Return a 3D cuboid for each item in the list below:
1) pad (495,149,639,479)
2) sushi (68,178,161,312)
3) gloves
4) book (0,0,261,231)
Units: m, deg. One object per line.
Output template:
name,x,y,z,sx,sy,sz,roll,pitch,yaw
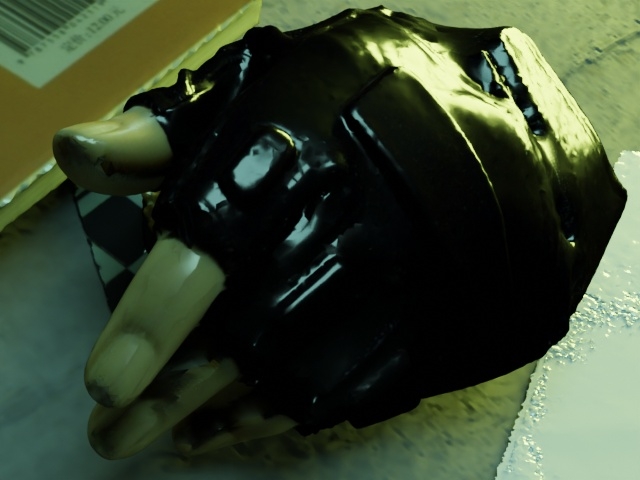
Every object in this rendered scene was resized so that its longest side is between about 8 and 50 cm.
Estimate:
pad,0.155,0.064,0.657,0.156,0.004,0.232,24,47,5
sushi,-0.030,-0.033,0.670,0.126,0.026,0.120,-6,52,-22
gloves,0.000,0.000,0.583,0.164,0.124,0.203,40,39,3
book,-0.243,-0.112,0.659,0.374,0.028,0.262,32,50,17
